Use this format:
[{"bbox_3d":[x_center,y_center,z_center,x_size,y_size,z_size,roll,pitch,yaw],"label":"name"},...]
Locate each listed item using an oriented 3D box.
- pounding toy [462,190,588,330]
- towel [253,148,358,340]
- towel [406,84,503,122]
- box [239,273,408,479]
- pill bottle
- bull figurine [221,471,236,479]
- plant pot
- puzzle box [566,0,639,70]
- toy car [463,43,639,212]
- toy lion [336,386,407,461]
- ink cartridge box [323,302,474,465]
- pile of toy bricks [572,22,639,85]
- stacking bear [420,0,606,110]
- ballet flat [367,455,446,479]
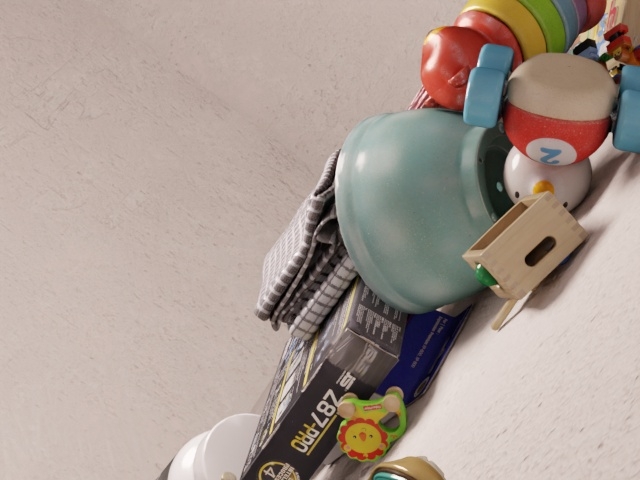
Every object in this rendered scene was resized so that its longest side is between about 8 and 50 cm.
[{"bbox_3d":[0.238,0.028,1.406,0.141,0.100,0.130,-43,2,-4],"label":"pounding toy"},{"bbox_3d":[0.000,0.000,1.816,0.235,0.121,0.284,-55,6,20],"label":"towel"},{"bbox_3d":[0.258,-0.179,1.856,0.329,0.037,0.237,8,-47,-39],"label":"towel"},{"bbox_3d":[0.021,0.169,1.799,0.318,0.097,0.395,-58,5,26],"label":"box"},{"bbox_3d":[-0.172,0.436,1.952,0.210,0.210,0.363,-56,2,-42],"label":"pill bottle"},{"bbox_3d":[-0.174,0.449,1.681,0.188,0.101,0.310,-63,38,30],"label":"bull figurine"},{"bbox_3d":[0.188,-0.057,1.632,0.196,0.293,0.293,-14,30,41],"label":"plant pot"},{"bbox_3d":[0.462,-0.380,1.935,0.409,0.052,0.272,145,138,-82],"label":"puzzle box"},{"bbox_3d":[0.288,-0.102,1.482,0.210,0.219,0.238,-59,-23,-62],"label":"toy car"},{"bbox_3d":[0.069,0.248,1.573,0.100,0.096,0.034,-11,17,16],"label":"toy lion"},{"bbox_3d":[0.096,0.212,1.797,0.176,0.069,0.371,-56,5,-34],"label":"ink cartridge box"},{"bbox_3d":[0.394,-0.204,1.654,0.212,0.118,0.105,-36,54,48],"label":"pile of toy bricks"},{"bbox_3d":[0.251,-0.287,1.639,0.289,0.164,0.175,-41,8,-25],"label":"stacking bear"},{"bbox_3d":[0.086,0.251,1.202,0.073,0.080,0.232,-38,-4,-26],"label":"ballet flat"}]
